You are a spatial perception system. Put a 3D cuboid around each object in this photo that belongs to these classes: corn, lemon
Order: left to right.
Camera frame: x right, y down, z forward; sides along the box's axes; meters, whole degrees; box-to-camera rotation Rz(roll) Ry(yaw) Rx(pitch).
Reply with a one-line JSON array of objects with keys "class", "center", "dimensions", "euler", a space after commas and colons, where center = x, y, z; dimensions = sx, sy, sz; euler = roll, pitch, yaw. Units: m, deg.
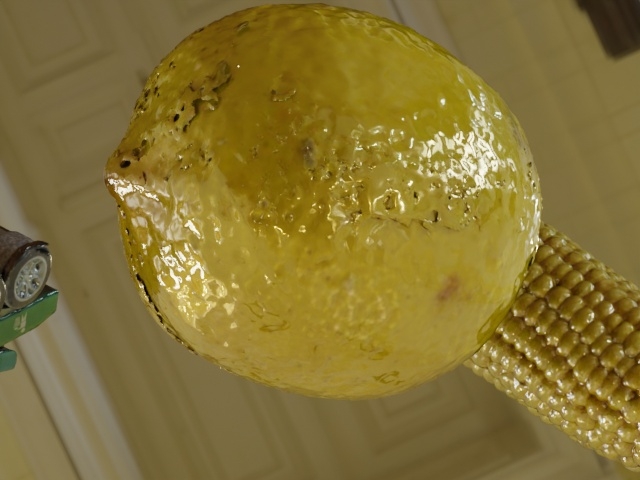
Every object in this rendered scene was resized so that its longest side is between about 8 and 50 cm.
[{"class": "lemon", "center": [0.009, -0.023, 1.034], "dimensions": [0.310, 0.258, 0.258], "euler": [20, 160, -23]}, {"class": "corn", "center": [0.142, 0.037, 1.246], "dimensions": [0.144, 0.387, 0.144], "euler": [-40, 148, -31]}]

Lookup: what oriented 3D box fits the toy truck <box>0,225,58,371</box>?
[{"class": "toy truck", "center": [-0.353, 0.077, 1.226], "dimensions": [0.176, 0.178, 0.363], "euler": [25, -153, 23]}]
